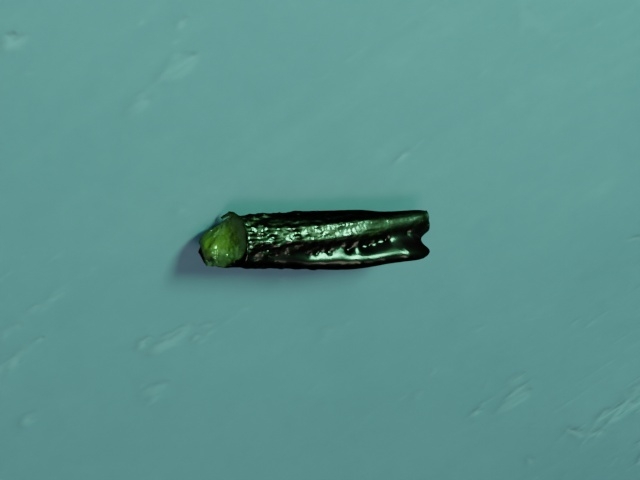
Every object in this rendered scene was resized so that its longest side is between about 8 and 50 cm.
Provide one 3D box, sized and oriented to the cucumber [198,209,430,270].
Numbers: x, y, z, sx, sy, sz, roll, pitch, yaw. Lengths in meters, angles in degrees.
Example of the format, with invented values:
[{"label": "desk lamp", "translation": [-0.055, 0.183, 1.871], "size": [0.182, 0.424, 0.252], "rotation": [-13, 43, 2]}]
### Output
[{"label": "cucumber", "translation": [-0.001, 0.000, 0.797], "size": [0.135, 0.033, 0.034], "rotation": [0, 172, -29]}]
